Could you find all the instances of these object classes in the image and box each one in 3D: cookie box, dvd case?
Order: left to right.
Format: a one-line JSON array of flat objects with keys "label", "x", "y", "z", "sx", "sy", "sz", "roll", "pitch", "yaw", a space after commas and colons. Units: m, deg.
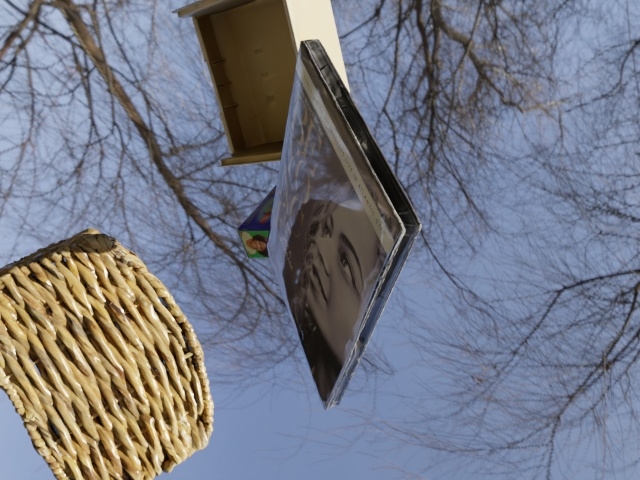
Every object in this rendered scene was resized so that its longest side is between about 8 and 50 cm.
[{"label": "cookie box", "x": -0.018, "y": -0.022, "z": 0.635, "sx": 0.107, "sy": 0.040, "sz": 0.092, "roll": 0, "pitch": -144, "yaw": 30}, {"label": "dvd case", "x": 0.000, "y": 0.000, "z": 0.431, "sx": 0.018, "sy": 0.221, "sz": 0.165, "roll": -9, "pitch": -126, "yaw": -20}]

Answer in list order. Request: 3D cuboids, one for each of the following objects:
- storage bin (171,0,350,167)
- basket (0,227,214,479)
[{"label": "storage bin", "x": -0.092, "y": -0.269, "z": 0.980, "sx": 0.260, "sy": 0.262, "sz": 0.123, "roll": 0, "pitch": -158, "yaw": 39}, {"label": "basket", "x": -0.279, "y": 0.141, "z": 0.767, "sx": 0.213, "sy": 0.299, "sz": 0.223, "roll": -30, "pitch": -169, "yaw": -22}]
